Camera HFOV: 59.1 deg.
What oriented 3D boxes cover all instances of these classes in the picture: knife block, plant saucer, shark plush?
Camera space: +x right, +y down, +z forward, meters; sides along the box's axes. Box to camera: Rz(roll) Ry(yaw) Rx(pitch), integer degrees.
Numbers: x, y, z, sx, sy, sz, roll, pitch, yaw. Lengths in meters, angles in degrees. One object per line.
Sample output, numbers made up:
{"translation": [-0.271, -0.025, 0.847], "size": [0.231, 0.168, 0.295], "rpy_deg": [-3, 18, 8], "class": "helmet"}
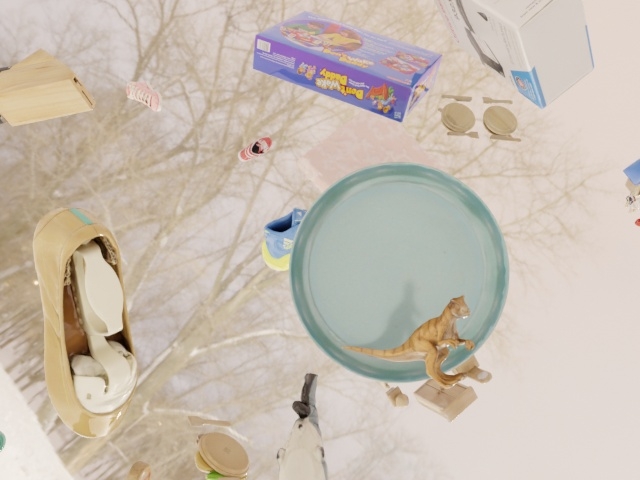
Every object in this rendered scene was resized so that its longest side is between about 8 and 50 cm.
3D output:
{"translation": [-0.672, -0.312, 1.263], "size": [0.276, 0.242, 0.088], "rpy_deg": [35, -19, 34], "class": "knife block"}
{"translation": [0.113, 0.046, 0.828], "size": [0.317, 0.318, 0.044], "rpy_deg": [51, -2, 0], "class": "plant saucer"}
{"translation": [-0.020, 0.211, 0.535], "size": [0.067, 0.073, 0.161], "rpy_deg": [63, 14, -67], "class": "shark plush"}

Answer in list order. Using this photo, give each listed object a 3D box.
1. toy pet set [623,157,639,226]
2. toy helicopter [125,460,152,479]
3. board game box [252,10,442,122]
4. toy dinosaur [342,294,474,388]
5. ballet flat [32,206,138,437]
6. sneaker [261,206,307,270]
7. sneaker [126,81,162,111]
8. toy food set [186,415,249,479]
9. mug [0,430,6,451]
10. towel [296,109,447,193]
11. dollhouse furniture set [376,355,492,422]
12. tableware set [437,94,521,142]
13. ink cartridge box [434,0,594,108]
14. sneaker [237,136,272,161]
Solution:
{"translation": [0.608, -0.094, 1.012], "size": [0.065, 0.122, 0.114], "rpy_deg": [82, -3, -47], "class": "toy pet set"}
{"translation": [-0.513, 0.707, 1.368], "size": [0.140, 0.355, 0.235], "rpy_deg": [8, -38, 15], "class": "toy helicopter"}
{"translation": [0.063, -0.388, 1.226], "size": [0.347, 0.233, 0.078], "rpy_deg": [24, -50, 14], "class": "board game box"}
{"translation": [0.135, 0.138, 0.731], "size": [0.211, 0.064, 0.112], "rpy_deg": [-43, -109, 41], "class": "toy dinosaur"}
{"translation": [-0.199, 0.087, 0.493], "size": [0.073, 0.080, 0.232], "rpy_deg": [15, -62, 38], "class": "ballet flat"}
{"translation": [0.000, 0.000, 1.077], "size": [0.126, 0.240, 0.091], "rpy_deg": [79, 8, -46], "class": "sneaker"}
{"translation": [-0.465, -0.377, 1.476], "size": [0.134, 0.070, 0.051], "rpy_deg": [47, -52, 38], "class": "sneaker"}
{"translation": [-0.209, 0.454, 1.184], "size": [0.132, 0.038, 0.192], "rpy_deg": [24, 14, -41], "class": "toy food set"}
{"translation": [-0.590, 0.294, 0.877], "size": [0.158, 0.097, 0.129], "rpy_deg": [28, -28, 12], "class": "mug"}
{"translation": [0.152, -0.174, 1.511], "size": [0.332, 0.317, 0.053], "rpy_deg": [48, -23, 5], "class": "towel"}
{"translation": [0.309, 0.328, 1.657], "size": [0.355, 0.303, 0.174], "rpy_deg": [60, -19, -15], "class": "dollhouse furniture set"}
{"translation": [0.383, -0.290, 1.380], "size": [0.039, 0.194, 0.128], "rpy_deg": [109, -18, -62], "class": "tableware set"}
{"translation": [0.354, -0.431, 1.086], "size": [0.223, 0.129, 0.307], "rpy_deg": [40, 13, -49], "class": "ink cartridge box"}
{"translation": [-0.154, -0.243, 1.465], "size": [0.067, 0.118, 0.042], "rpy_deg": [-15, -70, 49], "class": "sneaker"}
